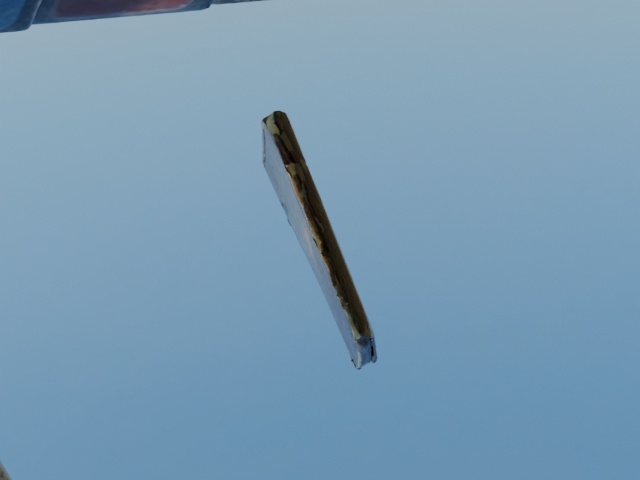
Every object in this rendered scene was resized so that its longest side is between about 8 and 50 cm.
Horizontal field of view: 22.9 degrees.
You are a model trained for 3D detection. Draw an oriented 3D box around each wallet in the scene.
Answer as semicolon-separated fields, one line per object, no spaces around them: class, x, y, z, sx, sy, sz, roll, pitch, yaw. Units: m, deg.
wallet;0.000;0.000;1.434;0.031;0.232;0.122;-22;163;-6

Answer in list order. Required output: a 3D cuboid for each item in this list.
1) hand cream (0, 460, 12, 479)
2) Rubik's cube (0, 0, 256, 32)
hand cream;-0.295;0.279;1.487;0.080;0.234;0.050;-25;-168;-10
Rubik's cube;-0.091;-0.329;0.780;0.358;0.362;0.363;-12;164;-27
